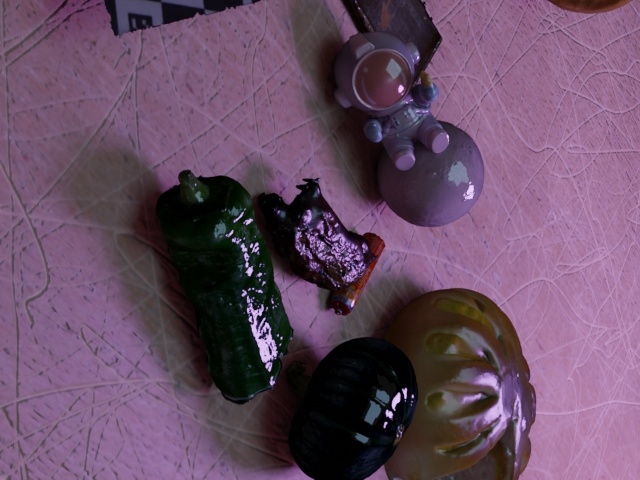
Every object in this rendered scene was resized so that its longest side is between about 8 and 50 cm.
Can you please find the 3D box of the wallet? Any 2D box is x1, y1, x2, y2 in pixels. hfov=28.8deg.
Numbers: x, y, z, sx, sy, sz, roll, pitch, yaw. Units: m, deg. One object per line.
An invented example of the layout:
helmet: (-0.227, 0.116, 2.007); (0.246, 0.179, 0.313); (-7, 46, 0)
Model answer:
wallet: (0.086, -0.311, 1.662); (0.232, 0.031, 0.122); (55, 52, -38)

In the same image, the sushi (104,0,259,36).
sushi: (-0.167, -0.377, 1.266); (0.339, 0.069, 0.320); (-30, 107, -52)

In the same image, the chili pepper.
chili pepper: (-0.102, 0.032, 1.328); (0.136, 0.099, 0.270); (-48, 133, -33)

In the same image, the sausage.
sausage: (0.045, 0.047, 1.605); (0.034, 0.034, 0.129); (60, 44, -37)

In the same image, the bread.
bread: (0.203, 0.219, 1.731); (0.333, 0.160, 0.333); (1, 89, -58)

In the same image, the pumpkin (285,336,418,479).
pumpkin: (0.040, 0.206, 1.498); (0.194, 0.150, 0.194); (-16, 112, -46)

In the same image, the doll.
doll: (0.108, -0.152, 1.612); (0.287, 0.151, 0.151); (58, 45, -30)

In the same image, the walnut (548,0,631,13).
walnut: (0.433, -0.481, 1.976); (0.224, 0.257, 0.257); (-13, 101, -56)

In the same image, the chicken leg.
chicken leg: (0.000, 0.000, 1.507); (0.105, 0.063, 0.234); (-55, 137, -12)
